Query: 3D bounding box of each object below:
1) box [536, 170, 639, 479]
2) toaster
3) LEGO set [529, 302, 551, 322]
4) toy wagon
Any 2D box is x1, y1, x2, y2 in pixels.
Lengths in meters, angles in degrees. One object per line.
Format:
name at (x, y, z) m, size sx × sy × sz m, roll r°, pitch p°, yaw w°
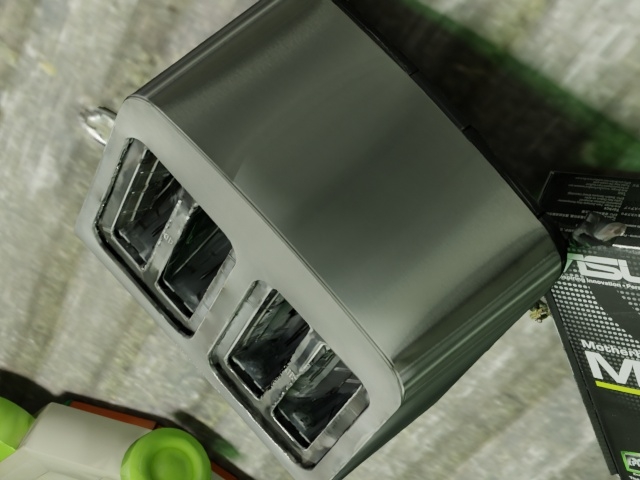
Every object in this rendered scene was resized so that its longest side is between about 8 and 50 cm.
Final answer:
box at (0.198, 0.053, 0.747) m, size 0.191 × 0.045 × 0.184 m, roll 8°, pitch 145°, yaw 30°
toaster at (0.000, 0.000, 0.726) m, size 0.168 × 0.110 × 0.185 m, roll 47°, pitch 150°, yaw 7°
LEGO set at (0.093, 0.015, 0.795) m, size 0.083 × 0.023 × 0.054 m, roll 44°, pitch 146°, yaw -24°
toy wagon at (-0.133, 0.189, 1.195) m, size 0.344 × 0.068 × 0.267 m, roll 37°, pitch 148°, yaw -12°
